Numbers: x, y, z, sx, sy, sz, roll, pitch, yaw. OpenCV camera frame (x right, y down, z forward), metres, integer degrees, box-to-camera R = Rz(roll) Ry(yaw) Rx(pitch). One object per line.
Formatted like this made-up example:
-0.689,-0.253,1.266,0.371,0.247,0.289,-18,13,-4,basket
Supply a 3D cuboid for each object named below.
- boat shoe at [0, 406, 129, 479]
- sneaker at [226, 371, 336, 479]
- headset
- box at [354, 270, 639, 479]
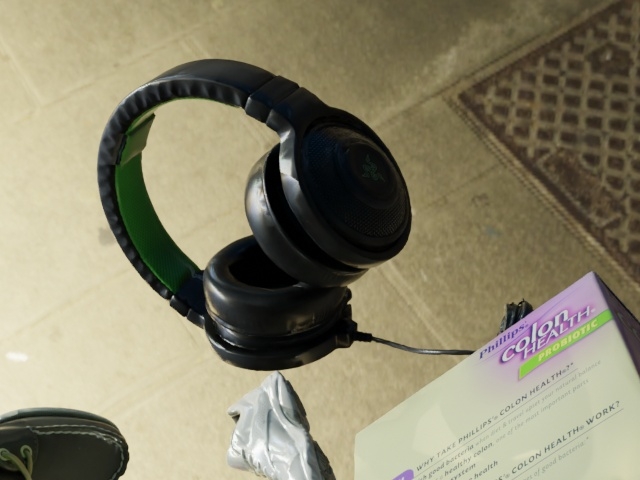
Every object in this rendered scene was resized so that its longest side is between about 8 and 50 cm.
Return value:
-0.291,0.207,0.806,0.305,0.091,0.109,-4,91,-37,boat shoe
-0.056,0.270,1.202,0.115,0.090,0.232,-30,33,-1,sneaker
0.000,0.000,0.818,0.394,0.243,0.185,35,40,9,headset
0.135,0.172,0.585,0.213,0.117,0.243,-39,19,19,box
